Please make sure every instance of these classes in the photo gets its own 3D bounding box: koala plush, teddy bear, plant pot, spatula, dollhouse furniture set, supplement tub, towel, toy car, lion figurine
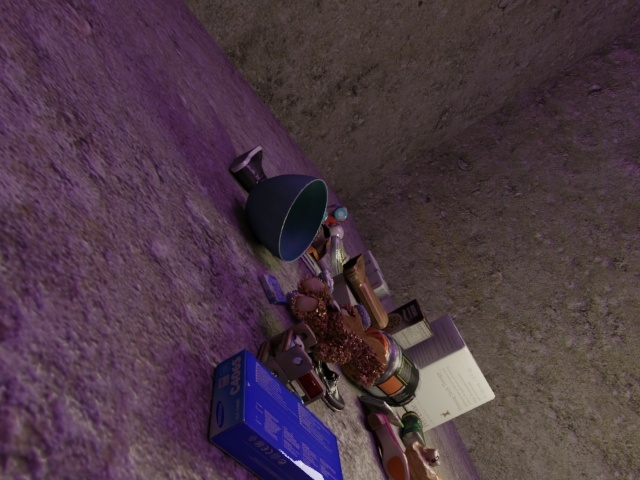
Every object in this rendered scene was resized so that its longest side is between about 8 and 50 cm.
[{"bbox_3d":[0.006,0.219,1.416,0.221,0.196,0.203,56,-18,0],"label":"koala plush"},{"bbox_3d":[0.038,0.244,1.215,0.338,0.113,0.245,42,22,-30],"label":"teddy bear"},{"bbox_3d":[-0.131,-0.099,1.498,0.195,0.291,0.290,25,-1,20],"label":"plant pot"},{"bbox_3d":[-0.046,0.090,1.942,0.242,0.019,0.168,56,12,-20],"label":"spatula"},{"bbox_3d":[-0.046,0.310,1.048,0.184,0.128,0.129,57,11,-11],"label":"dollhouse furniture set"},{"bbox_3d":[0.228,0.466,1.677,0.338,0.207,0.207,51,14,-42],"label":"supplement tub"},{"bbox_3d":[0.211,0.597,1.574,0.023,0.113,0.152,-53,123,-31],"label":"towel"},{"bbox_3d":[0.047,-0.069,2.486,0.219,0.210,0.238,-134,-141,-78],"label":"toy car"},{"bbox_3d":[0.397,0.878,1.621,0.240,0.142,0.392,59,-7,40],"label":"lion figurine"}]

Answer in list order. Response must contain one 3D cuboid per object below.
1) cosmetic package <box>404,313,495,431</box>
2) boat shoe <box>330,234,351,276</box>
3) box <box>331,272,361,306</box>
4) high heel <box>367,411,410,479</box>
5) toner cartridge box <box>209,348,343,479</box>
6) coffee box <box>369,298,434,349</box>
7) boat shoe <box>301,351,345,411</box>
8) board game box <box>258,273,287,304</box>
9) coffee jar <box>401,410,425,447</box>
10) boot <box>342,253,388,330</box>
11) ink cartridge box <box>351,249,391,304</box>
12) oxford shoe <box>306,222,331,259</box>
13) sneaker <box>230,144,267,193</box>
[{"bbox_3d":[0.563,0.644,2.227,0.330,0.393,0.327,56,11,-16],"label":"cosmetic package"},{"bbox_3d":[0.102,0.109,2.071,0.109,0.093,0.303,-84,167,-60],"label":"boat shoe"},{"bbox_3d":[0.086,0.265,1.779,0.149,0.126,0.232,56,11,-28],"label":"box"},{"bbox_3d":[0.228,0.679,1.479,0.244,0.082,0.117,57,5,29],"label":"high heel"},{"bbox_3d":[-0.073,0.382,0.880,0.348,0.075,0.165,54,11,-30],"label":"toner cartridge box"},{"bbox_3d":[0.370,0.431,2.175,0.119,0.297,0.168,55,11,-24],"label":"coffee box"},{"bbox_3d":[0.023,0.400,1.291,0.206,0.064,0.075,57,11,-13],"label":"boat shoe"},{"bbox_3d":[-0.141,0.146,1.350,0.090,0.020,0.090,61,11,16],"label":"board game box"},{"bbox_3d":[0.379,0.782,1.863,0.096,0.079,0.184,59,10,-2],"label":"coffee jar"},{"bbox_3d":[0.185,0.206,1.852,0.270,0.089,0.236,60,20,-6],"label":"boot"},{"bbox_3d":[0.230,0.214,2.389,0.114,0.196,0.273,51,14,-38],"label":"ink cartridge box"},{"bbox_3d":[0.000,0.000,2.060,0.130,0.132,0.363,58,6,12],"label":"oxford shoe"},{"bbox_3d":[-0.254,-0.267,1.749,0.147,0.104,0.296,57,17,-20],"label":"sneaker"}]
